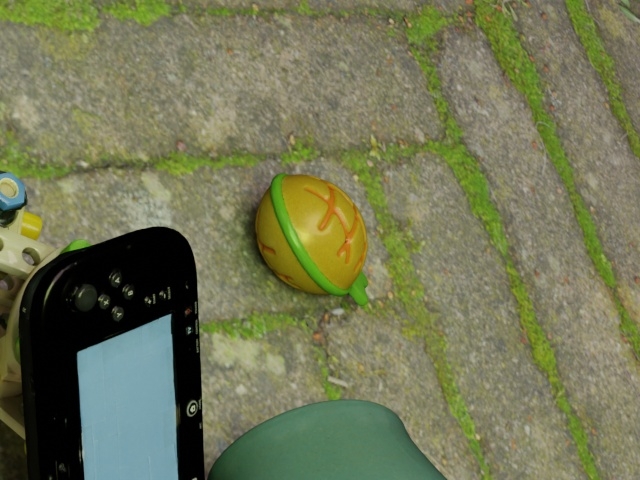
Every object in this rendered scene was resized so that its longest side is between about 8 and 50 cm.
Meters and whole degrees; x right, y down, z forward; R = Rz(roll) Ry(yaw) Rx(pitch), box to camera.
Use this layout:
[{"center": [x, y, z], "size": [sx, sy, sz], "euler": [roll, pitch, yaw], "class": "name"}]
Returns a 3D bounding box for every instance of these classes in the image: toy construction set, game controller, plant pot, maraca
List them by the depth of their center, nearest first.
[{"center": [-0.157, 0.149, 1.512], "size": [0.166, 0.067, 0.319], "euler": [-17, 116, -37], "class": "game controller"}, {"center": [-0.304, 0.028, 1.520], "size": [0.327, 0.151, 0.215], "euler": [34, 44, -40], "class": "toy construction set"}, {"center": [0.025, 0.280, 1.597], "size": [0.271, 0.271, 0.255], "euler": [13, 43, -39], "class": "plant pot"}, {"center": [0.000, 0.000, 1.869], "size": [0.185, 0.099, 0.127], "euler": [34, 36, -61], "class": "maraca"}]
